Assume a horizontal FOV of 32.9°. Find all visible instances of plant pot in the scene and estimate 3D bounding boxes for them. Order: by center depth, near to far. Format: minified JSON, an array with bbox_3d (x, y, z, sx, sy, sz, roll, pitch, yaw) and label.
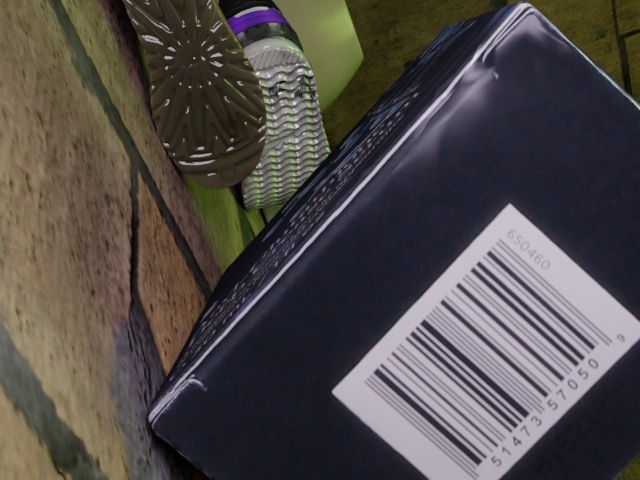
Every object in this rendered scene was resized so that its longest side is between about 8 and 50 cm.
[{"bbox_3d":[-0.041,-0.315,1.707,0.284,0.191,0.284,-19,90,-86],"label":"plant pot"}]

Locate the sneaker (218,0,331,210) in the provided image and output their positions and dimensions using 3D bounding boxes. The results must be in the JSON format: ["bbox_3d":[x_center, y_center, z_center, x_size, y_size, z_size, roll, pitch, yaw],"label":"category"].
[{"bbox_3d":[-0.059,-0.154,1.140,0.293,0.102,0.146,91,-20,-59],"label":"sneaker"}]

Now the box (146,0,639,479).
[{"bbox_3d":[0.083,0.023,0.738,0.212,0.293,0.395,41,7,-5],"label":"box"}]

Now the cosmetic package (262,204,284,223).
[{"bbox_3d":[0.000,0.000,1.499,0.284,0.097,0.377,-105,175,-69],"label":"cosmetic package"}]

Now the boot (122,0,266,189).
[{"bbox_3d":[-0.116,-0.195,0.962,0.269,0.089,0.236,-109,-176,-67],"label":"boot"}]
